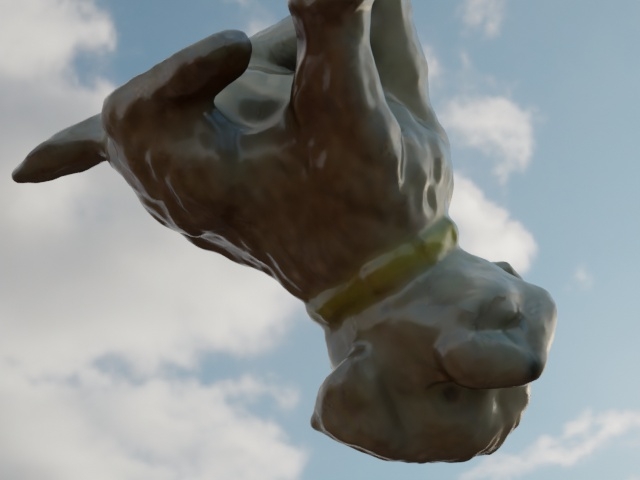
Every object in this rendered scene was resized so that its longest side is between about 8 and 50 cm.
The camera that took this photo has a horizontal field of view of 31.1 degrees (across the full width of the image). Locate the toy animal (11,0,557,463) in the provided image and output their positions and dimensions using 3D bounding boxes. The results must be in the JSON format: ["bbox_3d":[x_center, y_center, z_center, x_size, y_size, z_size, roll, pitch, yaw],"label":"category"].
[{"bbox_3d":[-0.011,0.010,0.445,0.184,0.104,0.185,-24,-77,27],"label":"toy animal"}]
